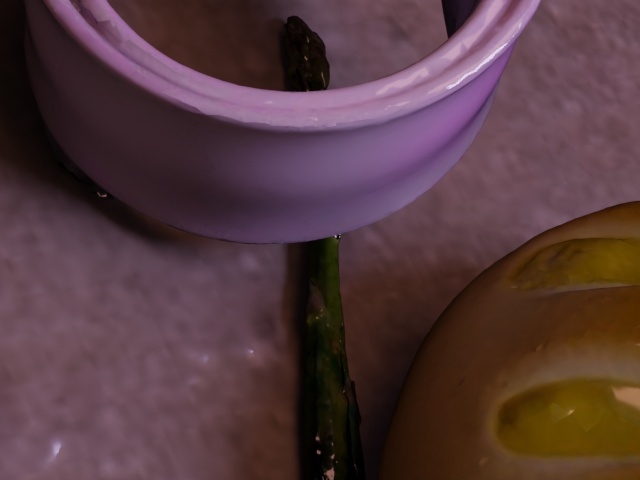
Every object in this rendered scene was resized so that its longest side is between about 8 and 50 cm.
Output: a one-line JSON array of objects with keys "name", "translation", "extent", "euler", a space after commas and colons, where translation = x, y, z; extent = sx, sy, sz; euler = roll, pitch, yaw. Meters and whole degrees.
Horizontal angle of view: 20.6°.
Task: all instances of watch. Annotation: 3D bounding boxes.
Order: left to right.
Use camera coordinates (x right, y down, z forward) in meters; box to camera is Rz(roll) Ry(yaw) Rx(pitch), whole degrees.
[{"name": "watch", "translation": [-0.001, -0.118, 0.670], "extent": [0.248, 0.211, 0.218], "euler": [-16, 70, -15]}]

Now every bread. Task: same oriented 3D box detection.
[{"name": "bread", "translation": [0.180, 0.125, 0.640], "extent": [0.333, 0.160, 0.333], "euler": [19, 51, -25]}]

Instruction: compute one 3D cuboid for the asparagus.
[{"name": "asparagus", "translation": [0.000, 0.000, 0.700], "extent": [0.022, 0.023, 0.233], "euler": [60, 22, -55]}]
